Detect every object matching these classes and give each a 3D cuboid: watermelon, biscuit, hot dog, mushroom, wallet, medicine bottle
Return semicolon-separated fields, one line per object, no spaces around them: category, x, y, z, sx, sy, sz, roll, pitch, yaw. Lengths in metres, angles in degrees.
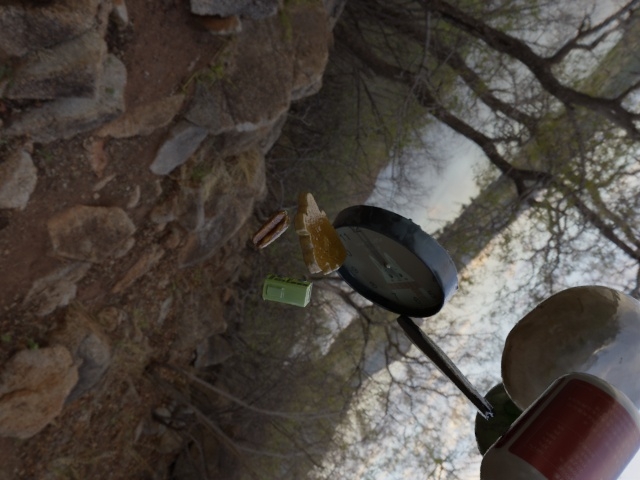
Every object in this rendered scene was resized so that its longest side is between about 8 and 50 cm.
watermelon;0.618;0.556;1.382;0.363;0.363;0.363;-47;171;-10
biscuit;0.000;0.000;1.199;0.041;0.212;0.238;-20;151;21
hot dog;-0.116;-0.026;1.148;0.122;0.049;0.037;-39;176;22
mushroom;0.589;0.259;1.139;0.362;0.362;0.295;-50;-159;12
wallet;0.326;0.327;1.270;0.044;0.321;0.170;-42;149;-3
medicine bottle;0.304;0.292;0.639;0.250;0.131;0.131;-32;164;-26

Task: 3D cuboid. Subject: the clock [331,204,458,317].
clock;0.182;0.067;1.333;0.076;0.386;0.386;-53;174;-28

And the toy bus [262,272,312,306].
toy bus;-0.126;0.180;1.782;0.101;0.174;0.088;-48;147;-76
